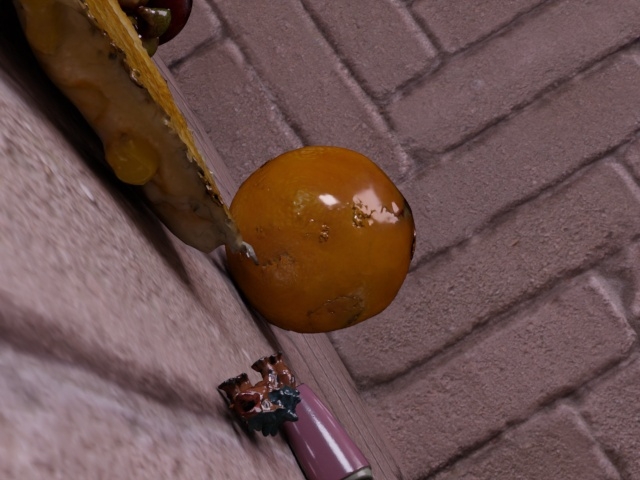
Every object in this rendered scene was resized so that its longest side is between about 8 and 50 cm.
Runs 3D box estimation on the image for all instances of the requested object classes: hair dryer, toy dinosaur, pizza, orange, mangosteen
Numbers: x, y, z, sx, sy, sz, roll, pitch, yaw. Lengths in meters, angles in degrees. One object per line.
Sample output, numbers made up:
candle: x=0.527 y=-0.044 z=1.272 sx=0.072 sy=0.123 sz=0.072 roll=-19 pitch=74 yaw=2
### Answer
hair dryer: x=0.006 y=0.208 z=0.832 sx=0.106 sy=0.054 sz=0.154 roll=53 pitch=-13 yaw=31
toy dinosaur: x=-0.039 y=0.117 z=0.664 sx=0.055 sy=0.049 sz=0.154 roll=56 pitch=5 yaw=11
pizza: x=-0.220 y=-0.200 z=0.749 sx=0.392 sy=0.080 sz=0.435 roll=59 pitch=-1 yaw=41
orange: x=0.000 y=0.000 z=1.131 sx=0.246 sy=0.246 sz=0.246 roll=58 pitch=0 yaw=0
mangosteen: x=-0.292 y=-0.381 z=1.406 sx=0.200 sy=0.199 sz=0.200 roll=58 pitch=0 yaw=0
